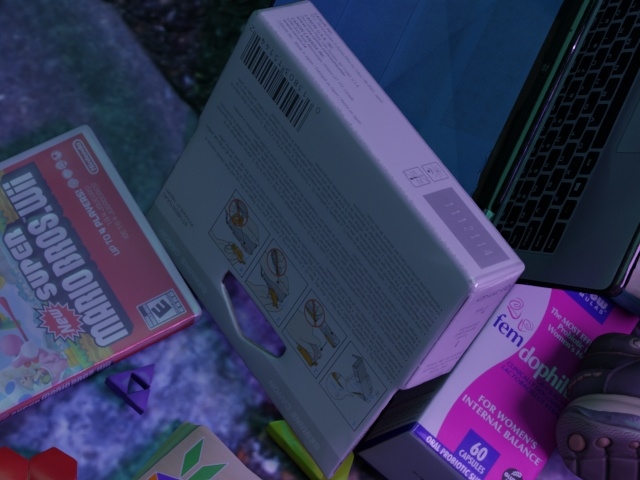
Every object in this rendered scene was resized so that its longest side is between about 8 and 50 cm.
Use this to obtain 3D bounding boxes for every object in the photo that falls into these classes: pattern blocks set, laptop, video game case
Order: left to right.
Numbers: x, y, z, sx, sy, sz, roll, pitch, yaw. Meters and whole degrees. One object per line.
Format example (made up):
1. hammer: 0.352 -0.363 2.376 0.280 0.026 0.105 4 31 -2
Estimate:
1. video game case: -0.271 0.042 1.667 0.285 0.025 0.204 -27 74 -21
2. pattern blocks set: -0.090 0.246 1.609 0.285 0.026 0.325 -32 75 -22
3. laptop: 0.138 -0.184 1.622 0.236 0.408 0.382 27 83 -19

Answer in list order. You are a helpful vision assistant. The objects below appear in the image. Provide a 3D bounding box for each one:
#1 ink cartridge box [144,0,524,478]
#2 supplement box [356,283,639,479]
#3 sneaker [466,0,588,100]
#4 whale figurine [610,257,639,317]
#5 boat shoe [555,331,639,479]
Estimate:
1. ink cartridge box: 0.000 0.000 1.611 0.066 0.261 0.296 -17 61 -41
2. supplement box: 0.149 0.120 1.657 0.111 0.114 0.220 41 63 -8
3. sneaker: 0.170 -0.288 1.843 0.323 0.130 0.236 26 68 7
4. whale figurine: 0.343 0.032 1.705 0.216 0.141 0.272 35 40 30
5. boat shoe: 0.366 0.156 1.592 0.355 0.132 0.130 18 58 -9
